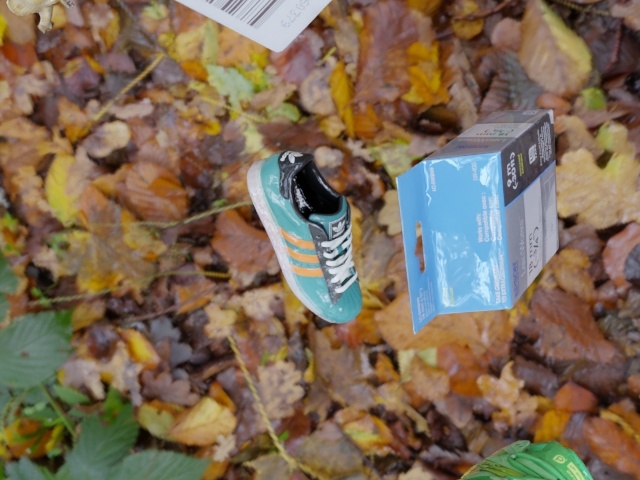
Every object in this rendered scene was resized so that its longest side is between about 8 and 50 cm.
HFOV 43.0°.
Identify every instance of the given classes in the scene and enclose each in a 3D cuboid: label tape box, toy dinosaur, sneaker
[{"bbox_3d":[0.245,-0.033,1.186,0.106,0.334,0.240,6,116,33],"label":"label tape box"},{"bbox_3d":[-0.374,-0.336,1.057,0.053,0.093,0.183,47,174,28],"label":"toy dinosaur"},{"bbox_3d":[0.186,0.238,0.753,0.123,0.295,0.109,-39,80,13],"label":"sneaker"},{"bbox_3d":[0.000,0.000,1.261,0.121,0.108,0.302,-10,115,47],"label":"sneaker"}]

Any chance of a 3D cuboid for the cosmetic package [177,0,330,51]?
[{"bbox_3d":[-0.058,-0.259,0.539,0.151,0.151,0.183,-41,59,25],"label":"cosmetic package"}]
